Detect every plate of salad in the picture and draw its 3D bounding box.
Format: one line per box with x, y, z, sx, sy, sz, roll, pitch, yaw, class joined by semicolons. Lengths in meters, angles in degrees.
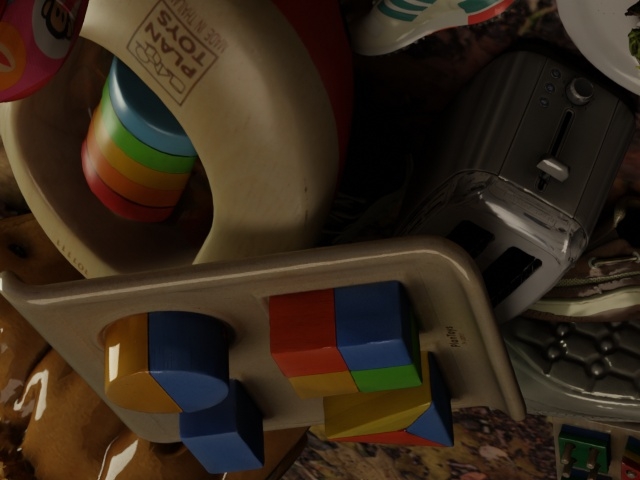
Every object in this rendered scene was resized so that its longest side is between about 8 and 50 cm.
0.252;-0.148;1.253;0.200;0.048;0.200;16;145;12;plate of salad

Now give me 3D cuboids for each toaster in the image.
0.132;-0.031;1.395;0.129;0.146;0.227;30;146;-9;toaster

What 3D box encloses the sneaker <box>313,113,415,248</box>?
0.000;0.000;1.530;0.086;0.132;0.229;29;146;-6;sneaker

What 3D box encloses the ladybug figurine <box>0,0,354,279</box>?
-0.100;-0.103;1.388;0.305;0.162;0.449;48;150;3;ladybug figurine

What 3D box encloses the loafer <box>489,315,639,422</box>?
0.171;0.093;1.584;0.319;0.112;0.111;16;151;25;loafer

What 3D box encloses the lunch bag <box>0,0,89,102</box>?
-0.263;-0.240;1.229;0.258;0.293;0.120;6;166;30;lunch bag

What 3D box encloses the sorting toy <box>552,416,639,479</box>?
0.279;0.214;1.726;0.132;0.046;0.274;11;143;18;sorting toy

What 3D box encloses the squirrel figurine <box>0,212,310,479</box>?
-0.248;0.175;1.706;0.370;0.397;0.281;40;176;6;squirrel figurine

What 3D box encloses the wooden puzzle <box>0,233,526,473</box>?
-0.032;0.102;1.397;0.348;0.080;0.322;-3;156;12;wooden puzzle

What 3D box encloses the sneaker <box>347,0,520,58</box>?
0.072;-0.184;1.320;0.161;0.057;0.075;-12;115;43;sneaker

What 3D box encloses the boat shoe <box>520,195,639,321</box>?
0.245;0.010;1.455;0.257;0.095;0.095;1;106;34;boat shoe
